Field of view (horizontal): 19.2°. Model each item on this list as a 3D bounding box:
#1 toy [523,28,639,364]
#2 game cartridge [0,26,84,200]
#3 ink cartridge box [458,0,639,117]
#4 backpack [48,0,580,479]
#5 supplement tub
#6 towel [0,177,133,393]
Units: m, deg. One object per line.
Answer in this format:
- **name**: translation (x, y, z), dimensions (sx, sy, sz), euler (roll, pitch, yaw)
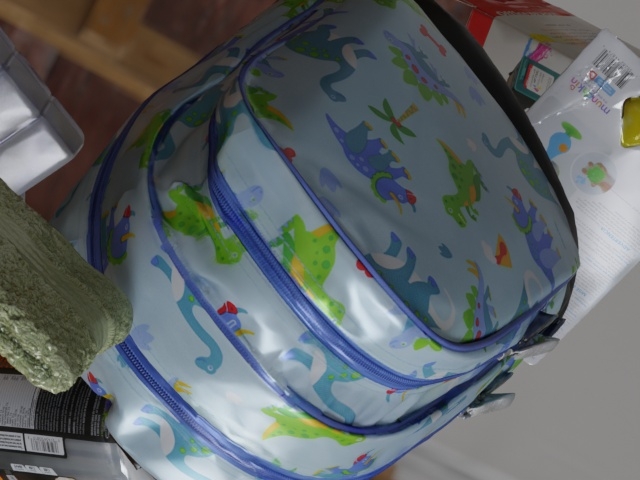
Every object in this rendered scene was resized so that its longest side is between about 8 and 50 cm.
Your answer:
- **toy**: translation (0.186, -0.034, 1.402), dimensions (0.237, 0.137, 0.056), euler (-48, -178, 30)
- **game cartridge**: translation (-0.353, -0.048, 1.206), dimensions (0.355, 0.230, 0.068), euler (-32, -158, 14)
- **ink cartridge box**: translation (0.209, -0.143, 1.644), dimensions (0.231, 0.134, 0.078), euler (33, -65, 33)
- **backpack**: translation (0.000, 0.000, 1.074), dimensions (0.355, 0.290, 0.273), euler (-33, -179, -42)
- **supplement tub**: translation (-0.162, 0.123, 1.301), dimensions (0.190, 0.117, 0.117), euler (0, -117, 41)
- **towel**: translation (-0.153, 0.003, 0.877), dimensions (0.027, 0.148, 0.110), euler (-44, -178, 18)
